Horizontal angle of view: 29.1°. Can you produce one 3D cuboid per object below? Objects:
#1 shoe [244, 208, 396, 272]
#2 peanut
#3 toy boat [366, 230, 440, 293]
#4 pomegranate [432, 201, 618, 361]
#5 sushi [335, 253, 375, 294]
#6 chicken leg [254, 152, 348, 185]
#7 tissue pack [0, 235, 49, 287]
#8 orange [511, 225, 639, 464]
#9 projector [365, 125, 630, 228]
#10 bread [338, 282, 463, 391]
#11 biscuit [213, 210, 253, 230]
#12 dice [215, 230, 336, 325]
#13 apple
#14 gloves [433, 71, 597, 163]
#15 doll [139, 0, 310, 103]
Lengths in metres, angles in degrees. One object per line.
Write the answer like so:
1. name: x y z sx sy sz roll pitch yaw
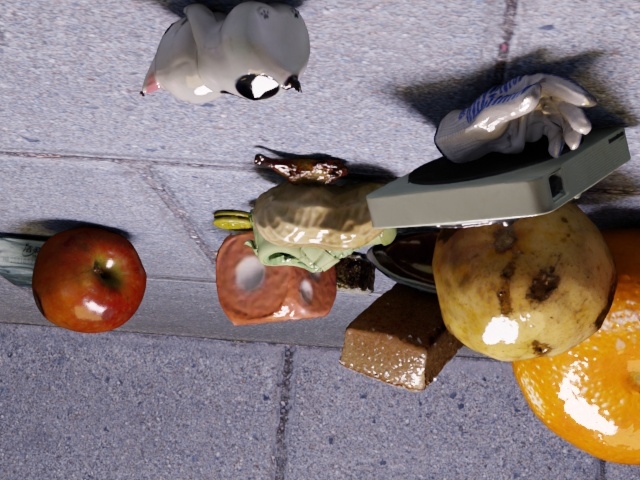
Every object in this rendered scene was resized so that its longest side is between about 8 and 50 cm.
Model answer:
1. shoe: 0.001 -0.007 2.149 0.262 0.128 0.140 6 -178 8
2. peanut: 0.010 -0.044 1.931 0.233 0.110 0.197 6 -168 1
3. toy boat: 0.214 0.043 2.263 0.262 0.114 0.115 10 172 1
4. pomegranate: 0.308 0.049 1.873 0.281 0.281 0.281 5 168 1
5. sushi: 0.040 0.063 2.504 0.150 0.078 0.090 11 172 -29
6. chicken leg: -0.029 -0.108 1.850 0.145 0.037 0.062 3 158 -8
7. tissue pack: -0.605 0.053 2.701 0.185 0.081 0.257 5 169 -1
8. orange: 0.535 0.170 2.090 0.424 0.423 0.326 1 -160 15
9. projector: 0.229 -0.073 1.573 0.259 0.079 0.257 -4 -165 39
10. bread: 0.195 0.144 2.287 0.165 0.113 0.416 19 -154 21
11. biscuit: -0.155 -0.035 2.260 0.084 0.023 0.084 5 169 1
12. dice: -0.081 0.071 2.312 0.175 0.173 0.179 -9 170 29
13. apple: -0.468 0.085 2.475 0.230 0.230 0.230 5 168 1
14. gloves: 0.231 -0.145 1.456 0.119 0.097 0.229 9 172 -40
15. doll: -0.098 -0.201 1.314 0.181 0.106 0.110 3 -170 37
